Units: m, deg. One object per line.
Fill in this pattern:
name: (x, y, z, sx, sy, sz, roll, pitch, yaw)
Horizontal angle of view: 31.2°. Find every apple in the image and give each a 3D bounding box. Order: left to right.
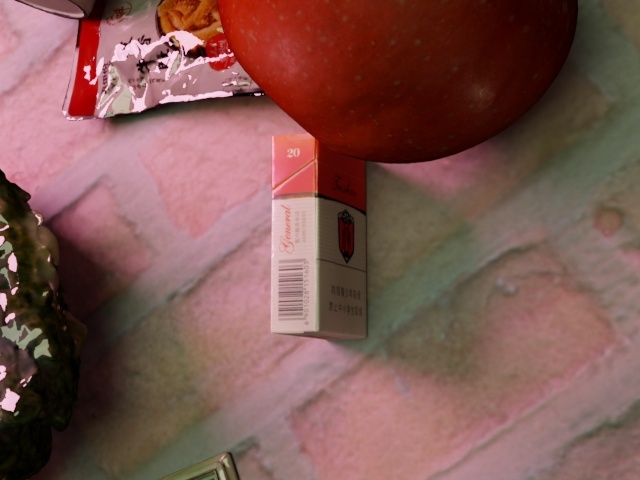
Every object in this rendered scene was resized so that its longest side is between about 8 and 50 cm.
apple: (0.051, -0.187, 0.817, 0.216, 0.260, 0.260, -34, 70, 30)

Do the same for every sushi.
sushi: (-0.351, 0.077, 0.955, 0.294, 0.178, 0.352, -20, 70, -12)

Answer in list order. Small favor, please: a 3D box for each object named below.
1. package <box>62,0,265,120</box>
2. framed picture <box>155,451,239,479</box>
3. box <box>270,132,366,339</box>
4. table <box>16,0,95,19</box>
package: (-0.125, -0.185, 1.015, 0.239, 0.030, 0.154, -4, 70, 29)
framed picture: (-0.129, 0.354, 0.951, 0.232, 0.019, 0.296, -26, 73, 19)
box: (0.000, 0.000, 0.897, 0.048, 0.100, 0.152, -5, 81, 21)
table: (-0.232, -0.324, 1.025, 0.126, 0.126, 0.220, 16, 86, 25)
